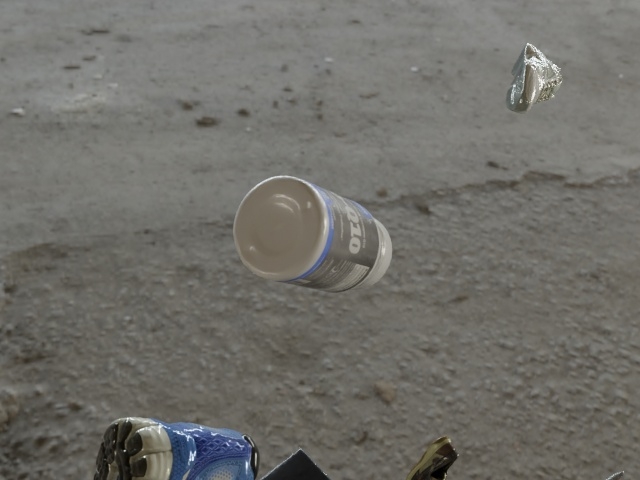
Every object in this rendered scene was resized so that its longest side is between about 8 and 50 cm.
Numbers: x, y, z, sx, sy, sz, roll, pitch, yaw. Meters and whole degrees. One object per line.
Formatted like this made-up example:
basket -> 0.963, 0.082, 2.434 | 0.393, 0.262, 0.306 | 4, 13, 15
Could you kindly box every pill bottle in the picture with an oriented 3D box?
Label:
pill bottle -> 0.000, 0.000, 0.661 | 0.078, 0.078, 0.137 | 28, 5, 29

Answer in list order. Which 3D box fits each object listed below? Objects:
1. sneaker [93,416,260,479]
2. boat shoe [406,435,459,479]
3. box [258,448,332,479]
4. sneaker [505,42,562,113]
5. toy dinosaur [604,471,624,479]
sneaker -> -0.142, 0.273, 0.769 | 0.147, 0.330, 0.129 | 4, 49, -27
boat shoe -> 0.194, 0.403, 1.467 | 0.056, 0.152, 0.049 | -11, 47, -32
box -> -0.076, 0.611, 1.618 | 0.294, 0.296, 0.183 | -33, 47, -21
sneaker -> 0.267, -0.195, 1.038 | 0.061, 0.053, 0.152 | 28, 39, 1
toy dinosaur -> 0.072, 0.257, 0.425 | 0.121, 0.160, 0.313 | 16, 31, 25
